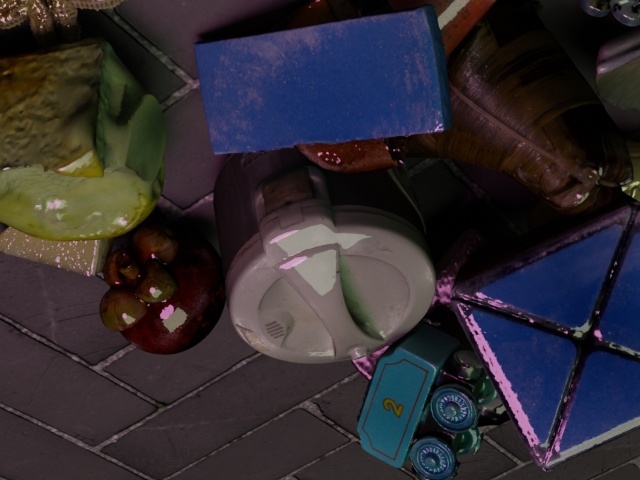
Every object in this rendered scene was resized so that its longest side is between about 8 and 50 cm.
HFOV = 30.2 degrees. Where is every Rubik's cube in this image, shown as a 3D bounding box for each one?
[{"bbox_3d":[0.328,0.106,1.493,0.259,0.260,0.255,-24,-179,12],"label":"Rubik's cube"}]

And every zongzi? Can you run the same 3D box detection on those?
[{"bbox_3d":[0.227,-0.110,1.491,0.134,0.286,0.288,-6,149,-41],"label":"zongzi"}]

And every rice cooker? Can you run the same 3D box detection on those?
[{"bbox_3d":[0.002,0.001,1.548,0.288,0.277,0.288,-6,136,-6],"label":"rice cooker"}]

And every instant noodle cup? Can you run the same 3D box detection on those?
[{"bbox_3d":[0.133,-0.274,1.400,0.136,0.127,0.127,-43,130,21],"label":"instant noodle cup"}]

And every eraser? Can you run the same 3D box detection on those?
[{"bbox_3d":[0.000,-0.182,1.379,0.312,0.043,0.144,-4,102,30],"label":"eraser"}]

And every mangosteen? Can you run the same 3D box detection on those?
[{"bbox_3d":[-0.222,0.063,1.630,0.200,0.200,0.200,-6,138,-6],"label":"mangosteen"}]

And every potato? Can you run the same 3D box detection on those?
[{"bbox_3d":[-0.353,-0.029,1.610,0.149,0.081,0.120,14,102,2],"label":"potato"}]

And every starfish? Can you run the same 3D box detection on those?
[{"bbox_3d":[-0.296,-0.270,1.325,0.358,0.078,0.347,-3,149,-13],"label":"starfish"}]

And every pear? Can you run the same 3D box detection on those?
[{"bbox_3d":[-0.318,-0.088,1.418,0.286,0.176,0.282,-9,157,10],"label":"pear"}]

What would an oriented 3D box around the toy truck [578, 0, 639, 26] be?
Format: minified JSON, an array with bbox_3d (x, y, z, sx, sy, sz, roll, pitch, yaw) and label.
[{"bbox_3d":[0.309,-0.343,1.350,0.257,0.140,0.108,10,150,-11],"label":"toy truck"}]

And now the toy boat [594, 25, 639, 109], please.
[{"bbox_3d":[0.473,-0.241,1.485,0.294,0.111,0.276,-20,160,7],"label":"toy boat"}]

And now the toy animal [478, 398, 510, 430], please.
[{"bbox_3d":[0.251,0.187,1.869,0.208,0.204,0.156,-40,159,11],"label":"toy animal"}]

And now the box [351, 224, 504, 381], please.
[{"bbox_3d":[0.196,0.129,1.721,0.273,0.184,0.143,-50,172,11],"label":"box"}]

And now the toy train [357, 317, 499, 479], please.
[{"bbox_3d":[0.141,0.218,1.586,0.163,0.112,0.203,26,117,18],"label":"toy train"}]

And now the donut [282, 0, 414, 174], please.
[{"bbox_3d":[0.023,-0.184,1.441,0.141,0.085,0.217,-16,98,32],"label":"donut"}]

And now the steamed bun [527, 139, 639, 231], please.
[{"bbox_3d":[0.444,-0.019,1.700,0.273,0.166,0.232,33,106,-18],"label":"steamed bun"}]
